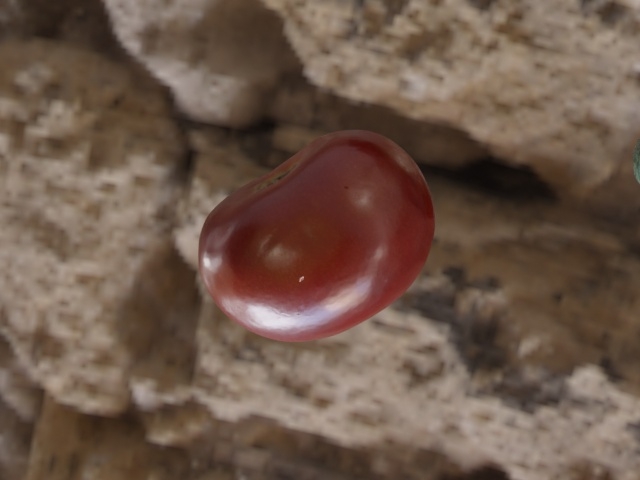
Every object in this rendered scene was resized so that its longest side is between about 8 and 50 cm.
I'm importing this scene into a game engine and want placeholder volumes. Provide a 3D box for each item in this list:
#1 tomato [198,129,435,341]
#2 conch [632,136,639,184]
[{"bbox_3d":[0.000,0.000,1.521,0.195,0.136,0.195,-32,-170,6],"label":"tomato"},{"bbox_3d":[0.433,-0.098,2.069,0.196,0.134,0.202,-8,165,31],"label":"conch"}]
